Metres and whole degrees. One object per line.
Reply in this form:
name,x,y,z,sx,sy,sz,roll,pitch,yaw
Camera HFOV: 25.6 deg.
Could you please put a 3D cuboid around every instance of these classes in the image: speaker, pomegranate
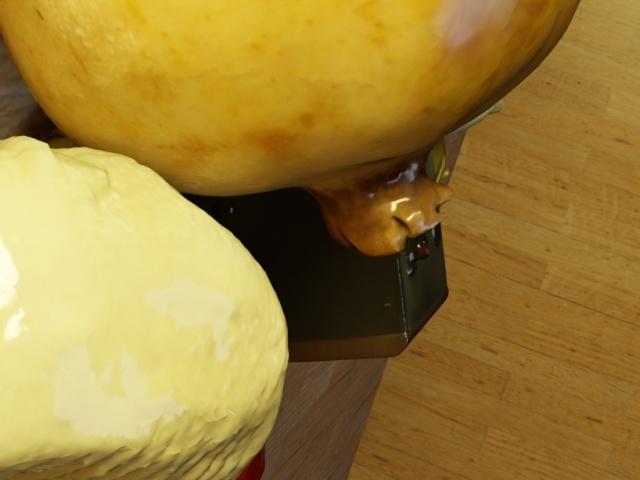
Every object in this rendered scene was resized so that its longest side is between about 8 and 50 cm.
speaker,0.000,0.000,1.103,0.231,0.192,0.153,-28,112,-76
pomegranate,-0.013,-0.161,0.600,0.307,0.307,0.307,20,90,-80

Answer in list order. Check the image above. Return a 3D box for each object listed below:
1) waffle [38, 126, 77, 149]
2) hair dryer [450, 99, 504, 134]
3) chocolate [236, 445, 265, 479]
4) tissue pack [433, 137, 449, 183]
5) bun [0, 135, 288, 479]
waffle,-0.130,-0.031,0.826,0.194,0.051,0.149,-66,171,-47
hair dryer,0.054,-0.065,1.466,0.296,0.119,0.298,-54,151,10
chocolate,-0.130,0.221,1.165,0.237,0.108,0.235,91,22,-58
tissue pack,0.072,-0.071,1.611,0.123,0.127,0.178,88,23,-59
bun,-0.138,0.053,0.571,0.259,0.259,0.160,89,-20,-64
